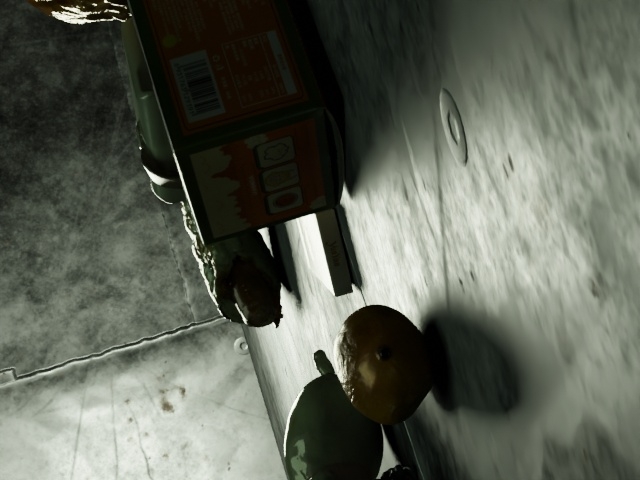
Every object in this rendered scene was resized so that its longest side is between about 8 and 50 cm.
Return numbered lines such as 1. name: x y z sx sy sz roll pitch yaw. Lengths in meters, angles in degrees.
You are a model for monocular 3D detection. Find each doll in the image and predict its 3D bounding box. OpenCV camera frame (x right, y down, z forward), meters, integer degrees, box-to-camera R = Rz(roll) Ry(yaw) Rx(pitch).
1. doll: 0.017 0.239 1.465 0.154 0.113 0.275 71 -158 -45

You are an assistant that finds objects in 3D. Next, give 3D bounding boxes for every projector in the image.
1. projector: -0.160 -0.175 1.811 0.242 0.164 0.177 -109 10 -48

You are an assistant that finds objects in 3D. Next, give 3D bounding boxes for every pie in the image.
1. pie: -0.141 -0.002 2.160 0.257 0.106 0.274 -103 -13 -75

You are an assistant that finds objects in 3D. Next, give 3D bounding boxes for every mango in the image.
1. mango: 0.050 0.100 1.138 0.190 0.075 0.098 78 -178 -81

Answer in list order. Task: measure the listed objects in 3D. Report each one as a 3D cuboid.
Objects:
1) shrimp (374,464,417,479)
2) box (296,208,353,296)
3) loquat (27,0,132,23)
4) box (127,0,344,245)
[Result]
1. shrimp: 0.086 0.292 1.330 0.178 0.075 0.289 -113 -3 -59
2. box: 0.000 0.000 1.496 0.167 0.024 0.090 -136 32 -77
3. loquat: -0.271 -0.407 1.726 0.276 0.276 0.283 92 164 -67
4. box: -0.076 -0.133 1.299 0.177 0.148 0.194 79 172 -62
